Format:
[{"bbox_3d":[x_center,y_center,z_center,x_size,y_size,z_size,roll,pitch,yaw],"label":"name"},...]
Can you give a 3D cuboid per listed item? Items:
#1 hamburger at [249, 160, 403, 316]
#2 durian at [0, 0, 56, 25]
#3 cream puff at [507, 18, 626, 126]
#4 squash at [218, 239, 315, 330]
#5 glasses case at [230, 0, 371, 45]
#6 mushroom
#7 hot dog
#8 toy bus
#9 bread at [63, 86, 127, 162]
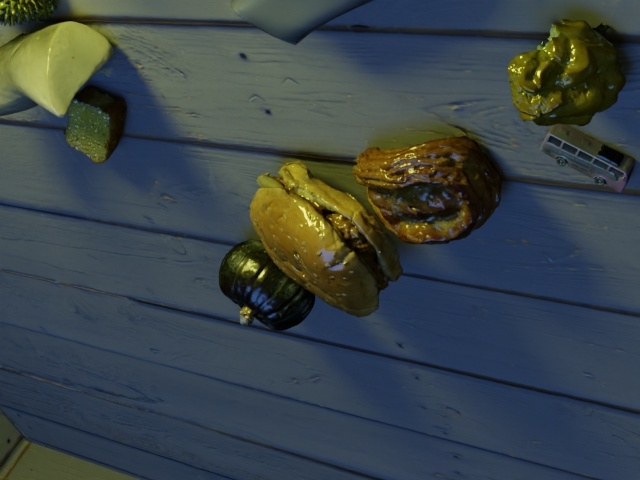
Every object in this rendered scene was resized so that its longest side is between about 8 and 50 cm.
[{"bbox_3d":[0.001,0.001,2.097,0.283,0.144,0.259,38,167,43],"label":"hamburger"},{"bbox_3d":[-0.555,-0.417,2.122,0.220,0.095,0.137,25,150,26],"label":"durian"},{"bbox_3d":[0.304,-0.195,1.566,0.121,0.156,0.156,48,153,11],"label":"cream puff"},{"bbox_3d":[-0.103,0.086,2.368,0.193,0.156,0.193,48,158,27],"label":"squash"},{"bbox_3d":[0.008,-0.358,1.669,0.128,0.083,0.308,40,150,-24],"label":"glasses case"},{"bbox_3d":[-0.532,-0.288,2.213,0.126,0.177,0.397,41,154,-31],"label":"mushroom"},{"bbox_3d":[0.148,-0.076,1.916,0.259,0.114,0.175,-6,133,48],"label":"hot dog"},{"bbox_3d":[0.371,-0.117,1.717,0.130,0.037,0.052,29,146,10],"label":"toy bus"},{"bbox_3d":[-0.420,-0.220,2.310,0.103,0.065,0.187,32,152,6],"label":"bread"}]
